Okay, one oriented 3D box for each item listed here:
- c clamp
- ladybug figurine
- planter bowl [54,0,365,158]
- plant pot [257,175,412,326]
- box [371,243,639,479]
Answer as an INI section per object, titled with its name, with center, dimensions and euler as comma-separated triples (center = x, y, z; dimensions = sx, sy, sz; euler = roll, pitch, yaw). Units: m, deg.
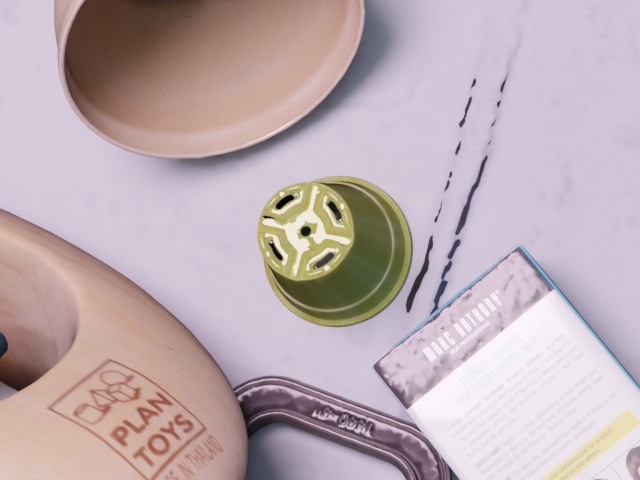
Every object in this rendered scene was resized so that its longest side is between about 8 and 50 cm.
[c clamp]
center = -0.016, 0.141, 0.967
dimensions = 0.160, 0.022, 0.137
euler = 13, 66, 17
[ladybug figurine]
center = -0.244, 0.087, 0.921
dimensions = 0.449, 0.305, 0.162
euler = 23, 120, 17
[planter bowl]
center = -0.069, -0.138, 0.974
dimensions = 0.162, 0.162, 0.109
euler = -29, 49, 8
[plant pot]
center = 0.000, 0.000, 0.965
dimensions = 0.083, 0.079, 0.083
euler = -2, 81, 13
[box]
center = 0.141, 0.127, 0.924
dimensions = 0.100, 0.060, 0.244
euler = -39, 76, 5
